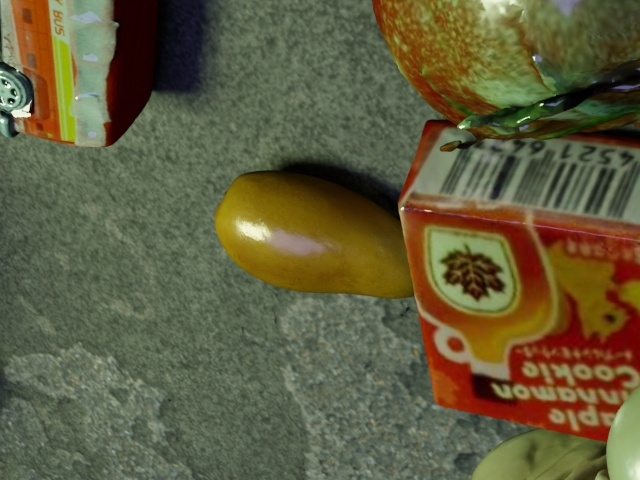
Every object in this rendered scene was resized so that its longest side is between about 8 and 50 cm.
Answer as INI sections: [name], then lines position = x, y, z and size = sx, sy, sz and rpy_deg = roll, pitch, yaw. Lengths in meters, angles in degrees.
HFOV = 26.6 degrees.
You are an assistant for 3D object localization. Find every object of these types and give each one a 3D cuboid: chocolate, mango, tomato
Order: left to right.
[mango]
position = 0.000, 0.000, 1.110
size = 0.184, 0.085, 0.102
rpy_deg = 20, 135, 12
[chocolate]
position = 0.183, 0.039, 1.001
size = 0.237, 0.108, 0.235
rpy_deg = 9, 131, 27
[tomato]
position = 0.161, -0.182, 0.713
size = 0.303, 0.303, 0.239
rpy_deg = -13, 89, 41

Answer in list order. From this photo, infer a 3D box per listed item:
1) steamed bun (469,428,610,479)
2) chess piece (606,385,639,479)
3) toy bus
[steamed bun]
position = 0.248, 0.274, 1.022
size = 0.276, 0.289, 0.203
rpy_deg = 30, 133, -13
[chess piece]
position = 0.308, 0.070, 0.827
size = 0.182, 0.182, 0.330
rpy_deg = 39, 122, 0
[toy bus]
position = -0.189, -0.198, 1.054
size = 0.119, 0.121, 0.265
rpy_deg = 18, 133, 9
